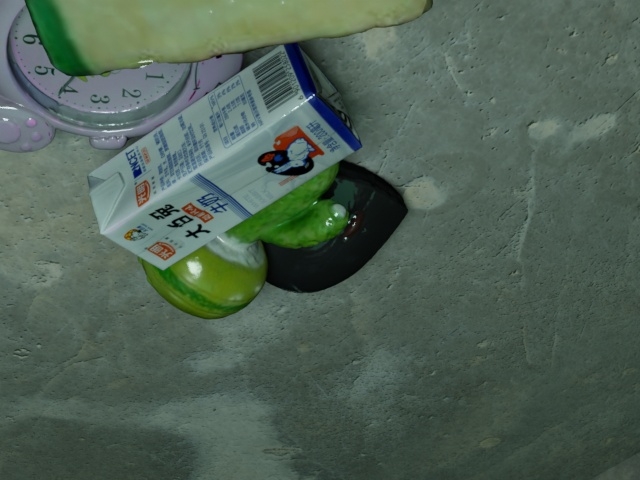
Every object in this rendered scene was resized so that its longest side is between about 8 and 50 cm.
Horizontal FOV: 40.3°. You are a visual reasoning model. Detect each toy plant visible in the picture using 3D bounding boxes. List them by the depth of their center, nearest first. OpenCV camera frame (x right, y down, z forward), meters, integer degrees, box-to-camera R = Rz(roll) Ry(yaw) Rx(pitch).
[{"bbox_3d":[-0.097,-0.041,1.203,0.224,0.184,0.316,44,119,2],"label":"toy plant"}]

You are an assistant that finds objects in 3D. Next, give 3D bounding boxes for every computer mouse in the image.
[{"bbox_3d":[0.000,0.000,1.335,0.170,0.100,0.269,20,129,-34],"label":"computer mouse"}]

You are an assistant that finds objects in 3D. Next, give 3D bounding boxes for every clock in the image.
[{"bbox_3d":[-0.244,-0.235,1.009,0.322,0.113,0.295,1,137,-16],"label":"clock"}]

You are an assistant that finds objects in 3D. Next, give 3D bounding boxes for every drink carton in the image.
[{"bbox_3d":[-0.119,-0.095,1.056,0.315,0.106,0.130,-31,144,14],"label":"drink carton"}]

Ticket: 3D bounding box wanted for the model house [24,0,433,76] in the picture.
[{"bbox_3d":[-0.094,-0.390,0.734,0.335,0.342,0.382,-8,130,8],"label":"model house"}]
